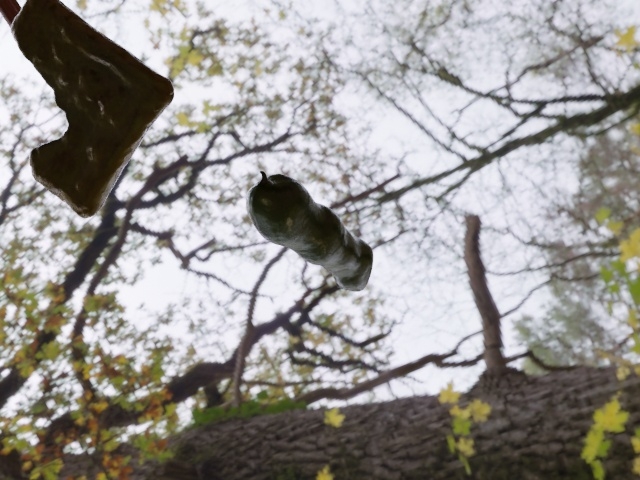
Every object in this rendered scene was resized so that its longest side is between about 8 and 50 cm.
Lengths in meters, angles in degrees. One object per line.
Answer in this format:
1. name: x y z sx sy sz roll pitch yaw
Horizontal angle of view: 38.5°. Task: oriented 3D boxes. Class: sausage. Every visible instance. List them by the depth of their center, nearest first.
1. sausage: -0.388 -0.261 1.262 0.223 0.029 0.029 61 -145 -33

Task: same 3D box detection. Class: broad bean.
1. broad bean: 0.001 0.000 0.799 0.256 0.052 0.052 42 -136 -64

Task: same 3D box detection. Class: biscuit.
1. biscuit: -0.254 -0.133 0.927 0.174 0.183 0.039 33 -160 -2
